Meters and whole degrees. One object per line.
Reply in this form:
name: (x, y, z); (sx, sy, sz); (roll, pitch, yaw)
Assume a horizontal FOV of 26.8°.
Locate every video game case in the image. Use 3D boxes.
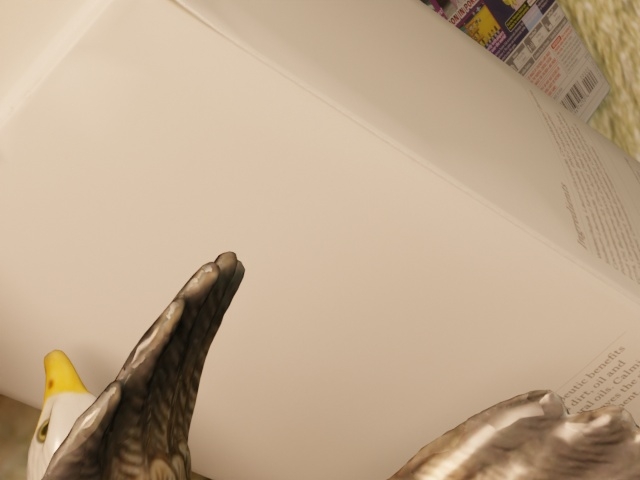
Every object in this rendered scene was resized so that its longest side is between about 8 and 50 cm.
video game case: (0.108, -0.125, 0.901); (0.183, 0.023, 0.201); (55, 46, -14)

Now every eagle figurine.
eagle figurine: (-0.060, 0.135, 0.432); (0.226, 0.298, 0.225); (-38, 102, -46)

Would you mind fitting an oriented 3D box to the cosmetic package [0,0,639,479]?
cosmetic package: (0.000, 0.000, 0.596); (0.366, 0.197, 0.155); (32, 31, -33)
